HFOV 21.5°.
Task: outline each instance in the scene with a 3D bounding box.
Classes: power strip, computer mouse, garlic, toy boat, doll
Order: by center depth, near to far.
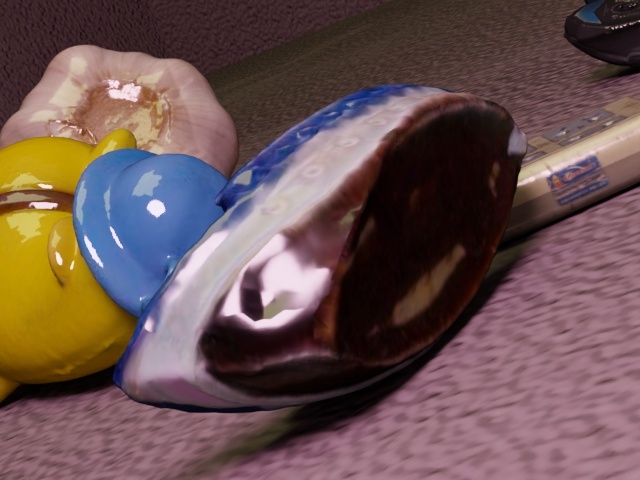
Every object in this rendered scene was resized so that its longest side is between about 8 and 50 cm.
[{"bbox_3d":[0.000,0.000,0.758,0.115,0.114,0.262,-3,23,31],"label":"toy boat"},{"bbox_3d":[0.068,-0.011,0.908,0.268,0.034,0.092,-24,10,0],"label":"power strip"},{"bbox_3d":[-0.154,0.021,1.029,0.363,0.145,0.199,6,72,63],"label":"doll"},{"bbox_3d":[0.245,-0.154,1.224,0.135,0.047,0.079,-9,26,18],"label":"computer mouse"},{"bbox_3d":[-0.170,-0.038,1.414,0.199,0.199,0.226,-28,-24,-23],"label":"garlic"}]

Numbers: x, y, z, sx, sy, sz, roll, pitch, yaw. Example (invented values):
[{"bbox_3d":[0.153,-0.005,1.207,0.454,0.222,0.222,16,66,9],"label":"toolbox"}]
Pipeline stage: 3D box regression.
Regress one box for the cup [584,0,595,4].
[{"bbox_3d":[0.245,-0.232,1.365,0.113,0.138,0.150,-32,12,-39],"label":"cup"}]
